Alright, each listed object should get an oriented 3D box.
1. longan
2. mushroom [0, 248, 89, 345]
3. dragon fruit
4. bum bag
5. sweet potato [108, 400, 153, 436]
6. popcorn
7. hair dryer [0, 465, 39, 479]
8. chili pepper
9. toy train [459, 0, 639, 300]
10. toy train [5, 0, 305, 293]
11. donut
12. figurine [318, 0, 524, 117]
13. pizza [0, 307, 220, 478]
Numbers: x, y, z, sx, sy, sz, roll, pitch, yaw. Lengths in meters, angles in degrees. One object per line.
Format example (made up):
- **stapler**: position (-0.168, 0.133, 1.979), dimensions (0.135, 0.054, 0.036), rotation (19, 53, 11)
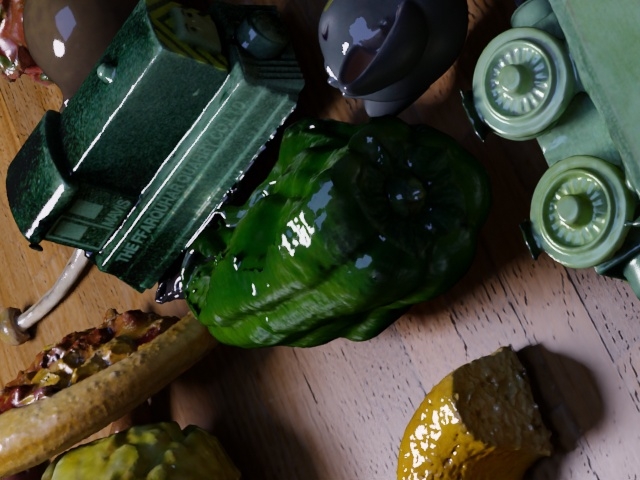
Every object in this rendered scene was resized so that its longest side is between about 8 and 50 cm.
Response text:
- **longan**: position (-0.218, -0.204, 1.933), dimensions (0.159, 0.185, 0.204), rotation (18, 100, 11)
- **mushroom**: position (-0.265, -0.001, 2.078), dimensions (0.068, 0.043, 0.306), rotation (39, 116, 12)
- **dragon fruit**: position (-0.298, -0.228, 2.067), dimensions (0.236, 0.135, 0.137), rotation (28, 110, 21)
- **bum bag**: position (-0.118, 0.035, 1.920), dimensions (0.124, 0.034, 0.058), rotation (-3, 61, 47)
- **sweet potato**: position (-0.190, 0.240, 1.973), dimensions (0.058, 0.055, 0.202), rotation (157, 109, -74)
- **popcorn**: position (-0.178, 0.266, 1.847), dimensions (0.221, 0.204, 0.184), rotation (-34, 87, 15)
- **hair dryer**: position (-0.345, 0.350, 2.116), dimensions (0.312, 0.123, 0.340), rotation (-36, 52, 51)
- **chili pepper**: position (0.010, 0.003, 1.701), dimensions (0.167, 0.213, 0.385), rotation (45, 156, -12)
- **toy train**: position (0.237, -0.088, 1.482), dimensions (0.188, 0.159, 0.272), rotation (-35, 63, 28)
- **toy train**: position (-0.161, -0.098, 1.856), dimensions (0.330, 0.178, 0.138), rotation (-51, 40, 31)
- **donut**: position (0.134, 0.234, 1.615), dimensions (0.152, 0.101, 0.259), rotation (-41, 64, 43)
- **figurine**: position (0.098, -0.219, 1.644), dimensions (0.265, 0.193, 0.140), rotation (-36, 83, -5)
- **pizza**: position (-0.231, 0.129, 1.907), dimensions (0.081, 0.289, 0.229), rotation (60, 176, -10)
